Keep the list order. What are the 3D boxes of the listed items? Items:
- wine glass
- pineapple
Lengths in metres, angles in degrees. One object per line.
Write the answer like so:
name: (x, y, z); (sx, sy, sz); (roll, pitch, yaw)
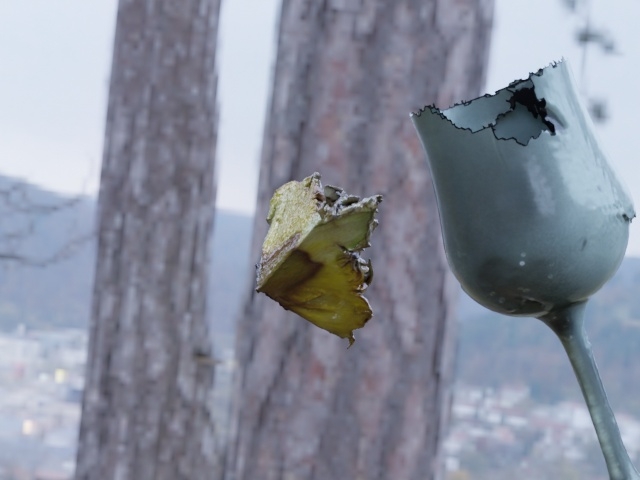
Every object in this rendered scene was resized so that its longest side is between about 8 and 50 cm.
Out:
wine glass: (0.099, 0.028, 0.683); (0.079, 0.195, 0.079); (-20, -1, 0)
pineapple: (0.000, 0.000, 1.060); (0.077, 0.114, 0.114); (-9, -26, -30)
